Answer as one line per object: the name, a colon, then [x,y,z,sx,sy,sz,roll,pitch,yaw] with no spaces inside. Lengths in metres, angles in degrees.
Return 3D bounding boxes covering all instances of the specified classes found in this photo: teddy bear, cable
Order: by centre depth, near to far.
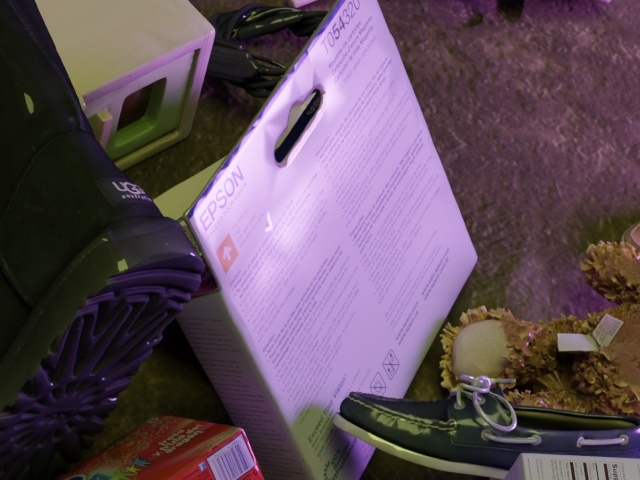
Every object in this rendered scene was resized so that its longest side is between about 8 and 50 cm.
teddy bear: [0.271,0.120,1.681,0.338,0.113,0.245,-26,56,-22]
cable: [-0.031,-0.183,1.839,0.185,0.047,0.150,11,31,26]

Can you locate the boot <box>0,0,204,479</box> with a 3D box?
boot: [-0.311,-0.031,1.489,0.146,0.367,0.445,7,41,-55]

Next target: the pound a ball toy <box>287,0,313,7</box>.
pound a ball toy: [-0.040,-0.343,1.929,0.319,0.135,0.208,-19,59,-27]

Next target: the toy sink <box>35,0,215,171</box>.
toy sink: [-0.227,-0.130,1.699,0.234,0.152,0.131,-29,65,-33]

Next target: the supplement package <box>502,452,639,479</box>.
supplement package: [0.229,0.271,1.470,0.203,0.194,0.149,4,59,-12]

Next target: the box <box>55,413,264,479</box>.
box: [-0.160,0.248,1.407,0.257,0.123,0.128,-33,111,-33]

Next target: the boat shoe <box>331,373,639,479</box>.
boat shoe: [0.138,0.150,1.525,0.255,0.079,0.095,15,11,-7]

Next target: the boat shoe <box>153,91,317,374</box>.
boat shoe: [-0.034,-0.011,1.696,0.340,0.127,0.158,-37,86,-36]

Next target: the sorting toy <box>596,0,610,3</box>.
sorting toy: [0.198,-0.334,2.023,0.193,0.038,0.208,10,43,-34]

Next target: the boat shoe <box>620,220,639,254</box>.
boat shoe: [0.346,-0.021,1.835,0.135,0.045,0.050,-23,62,-29]

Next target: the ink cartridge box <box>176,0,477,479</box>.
ink cartridge box: [0.000,0.000,1.564,0.071,0.330,0.324,0,41,33]
